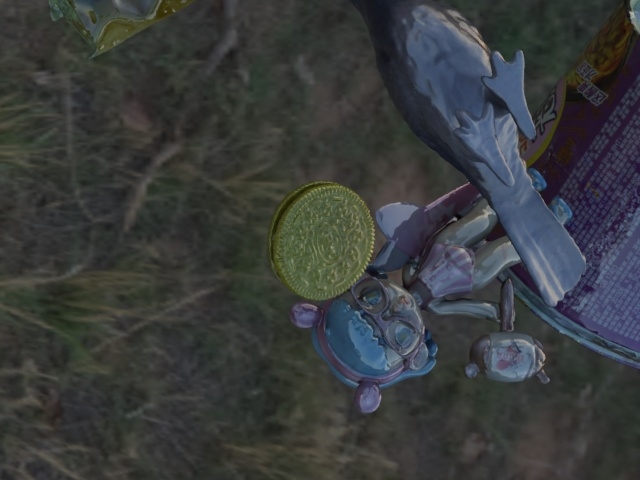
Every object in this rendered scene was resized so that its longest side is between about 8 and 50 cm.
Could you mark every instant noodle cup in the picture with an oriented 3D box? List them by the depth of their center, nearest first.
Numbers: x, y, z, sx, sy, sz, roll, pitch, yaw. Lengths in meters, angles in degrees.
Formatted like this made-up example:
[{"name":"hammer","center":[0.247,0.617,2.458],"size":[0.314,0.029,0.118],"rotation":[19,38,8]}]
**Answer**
[{"name":"instant noodle cup","center":[0.337,-0.075,1.456],"size":[0.340,0.340,0.266],"rotation":[-5,132,-40]}]

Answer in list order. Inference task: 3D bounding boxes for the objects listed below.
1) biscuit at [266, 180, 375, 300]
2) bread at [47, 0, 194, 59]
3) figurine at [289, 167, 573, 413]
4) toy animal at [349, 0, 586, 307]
[{"name":"biscuit","center":[0.000,0.000,1.049],"size":[0.084,0.023,0.084],"rotation":[-10,109,-32]},{"name":"bread","center":[-0.086,-0.239,1.107],"size":[0.269,0.098,0.087],"rotation":[-33,138,-11]},{"name":"figurine","center":[0.115,0.050,1.299],"size":[0.260,0.103,0.205],"rotation":[-37,92,-14]},{"name":"toy animal","center":[0.110,-0.096,1.105],"size":[0.081,0.206,0.367],"rotation":[-38,99,-3]}]
